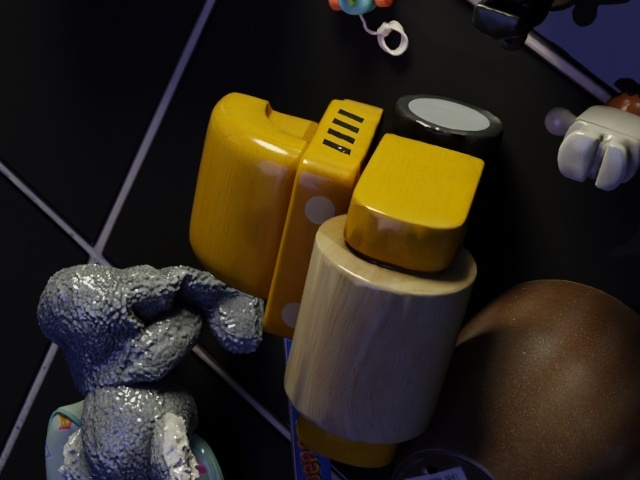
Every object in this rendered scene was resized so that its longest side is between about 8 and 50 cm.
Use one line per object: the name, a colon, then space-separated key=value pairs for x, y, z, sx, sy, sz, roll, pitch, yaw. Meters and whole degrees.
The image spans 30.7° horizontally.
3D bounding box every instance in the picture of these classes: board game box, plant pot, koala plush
board game box: x=-0.014 y=0.152 z=1.115 sx=0.035 sy=0.136 sz=0.201 roll=-5 pitch=106 yaw=-3
plant pot: x=0.155 y=0.168 z=0.944 sx=0.215 sy=0.230 sz=0.215 roll=12 pitch=113 yaw=31
koala plush: x=-0.181 y=0.144 z=1.135 sx=0.196 sy=0.203 sz=0.221 roll=-10 pitch=73 yaw=38

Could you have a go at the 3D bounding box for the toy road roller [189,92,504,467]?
toy road roller: x=0.000 y=0.000 z=0.933 sx=0.241 sy=0.329 sz=0.202 roll=15 pitch=117 yaw=5

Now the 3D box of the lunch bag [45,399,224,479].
lunch bag: x=-0.201 y=0.321 z=1.294 sx=0.224 sy=0.108 sz=0.279 roll=21 pitch=119 yaw=38

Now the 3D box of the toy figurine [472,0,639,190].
toy figurine: x=0.239 y=-0.157 z=0.835 sx=0.213 sy=0.148 sz=0.209 roll=-28 pitch=96 yaw=35

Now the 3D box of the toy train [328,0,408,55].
toy train: x=0.063 y=-0.239 z=0.977 sx=0.125 sy=0.046 sz=0.166 roll=42 pitch=124 yaw=15
